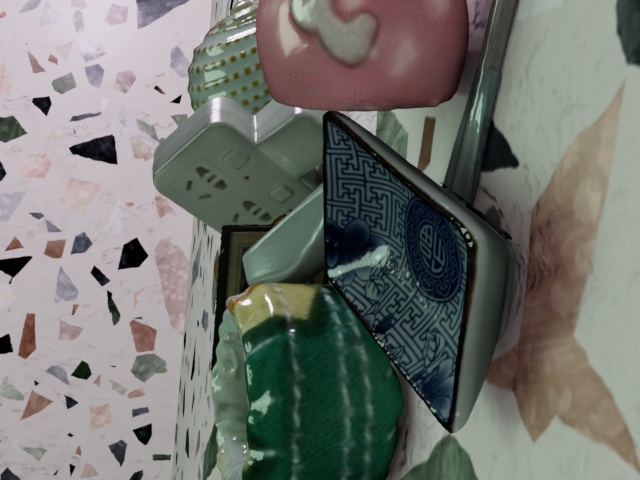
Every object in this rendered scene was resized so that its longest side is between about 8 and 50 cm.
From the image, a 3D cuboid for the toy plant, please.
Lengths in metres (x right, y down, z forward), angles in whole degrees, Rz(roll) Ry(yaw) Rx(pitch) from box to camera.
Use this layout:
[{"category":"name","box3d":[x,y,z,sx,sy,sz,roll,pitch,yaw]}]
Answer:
[{"category":"toy plant","box3d":[0.058,-0.291,0.636,0.210,0.316,0.356,-25,-62,-67]}]

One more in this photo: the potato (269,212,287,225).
[{"category":"potato","box3d":[-0.063,0.032,1.101,0.149,0.081,0.120,63,172,-17]}]

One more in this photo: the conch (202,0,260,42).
[{"category":"conch","box3d":[-0.190,-0.430,1.678,0.210,0.158,0.291,-114,34,-63]}]

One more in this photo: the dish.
[{"category":"dish","box3d":[0.083,0.009,0.613,0.243,0.080,0.182,-129,32,-52]}]

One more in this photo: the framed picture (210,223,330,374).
[{"category":"framed picture","box3d":[-0.057,0.074,0.997,0.010,0.199,0.195,13,100,46]}]

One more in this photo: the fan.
[{"category":"fan","box3d":[0.130,-0.097,0.649,0.057,0.023,0.282,-124,41,-66]}]

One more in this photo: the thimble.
[{"category":"thimble","box3d":[-0.028,0.184,0.847,0.288,0.167,0.254,109,155,-47]}]

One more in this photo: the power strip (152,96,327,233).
[{"category":"power strip","box3d":[-0.095,-0.136,1.139,0.261,0.229,0.141,-36,39,24]}]

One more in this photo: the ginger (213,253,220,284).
[{"category":"ginger","box3d":[-0.191,0.051,1.674,0.334,0.081,0.148,109,155,-45]}]

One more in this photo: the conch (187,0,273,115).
[{"category":"conch","box3d":[-0.127,-0.263,1.315,0.303,0.215,0.319,-92,14,-63]}]

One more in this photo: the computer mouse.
[{"category":"computer mouse","box3d":[-0.002,-0.014,0.896,0.231,0.079,0.128,-44,-1,23]}]
